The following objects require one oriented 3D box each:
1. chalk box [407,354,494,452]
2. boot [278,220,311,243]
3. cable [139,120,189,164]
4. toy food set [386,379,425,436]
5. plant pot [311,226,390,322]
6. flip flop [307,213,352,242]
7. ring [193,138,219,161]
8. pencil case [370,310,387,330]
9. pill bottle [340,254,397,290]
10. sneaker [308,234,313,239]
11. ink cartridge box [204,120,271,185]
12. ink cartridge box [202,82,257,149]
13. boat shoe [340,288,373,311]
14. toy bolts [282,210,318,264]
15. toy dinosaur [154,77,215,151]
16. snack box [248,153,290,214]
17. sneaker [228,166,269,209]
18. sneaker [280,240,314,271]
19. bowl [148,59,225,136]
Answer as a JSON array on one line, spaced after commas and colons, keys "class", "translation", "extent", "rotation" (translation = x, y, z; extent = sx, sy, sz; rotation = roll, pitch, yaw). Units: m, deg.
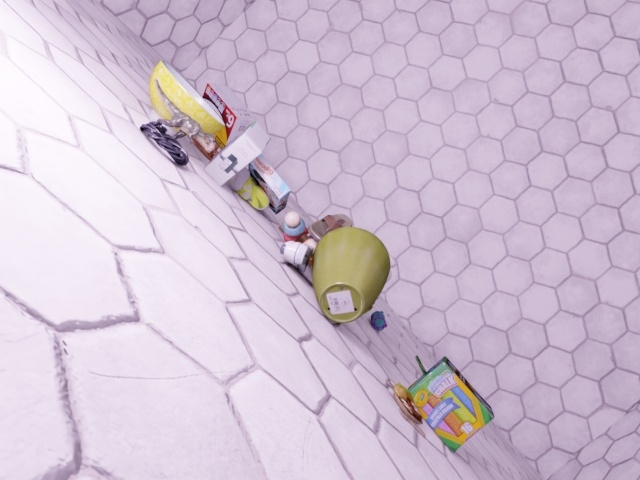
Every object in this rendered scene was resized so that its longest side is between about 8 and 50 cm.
[{"class": "chalk box", "translation": [0.398, 0.505, 1.681], "extent": [0.289, 0.179, 0.180], "rotation": [48, 6, 15]}, {"class": "boot", "translation": [-0.061, 0.023, 2.071], "extent": [0.269, 0.089, 0.236], "rotation": [48, -7, -1]}, {"class": "cable", "translation": [-0.438, -0.272, 1.444], "extent": [0.151, 0.047, 0.184], "rotation": [52, 2, -7]}, {"class": "toy food set", "translation": [0.261, 0.479, 1.499], "extent": [0.132, 0.038, 0.192], "rotation": [46, 5, -13]}, {"class": "plant pot", "translation": [0.084, 0.135, 1.645], "extent": [0.275, 0.274, 0.294], "rotation": [46, 22, -10]}, {"class": "flip flop", "translation": [0.047, -0.055, 1.883], "extent": [0.112, 0.080, 0.277], "rotation": [44, 34, 12]}, {"class": "ring", "translation": [-0.448, -0.372, 2.132], "extent": [0.337, 0.032, 0.336], "rotation": [48, 5, -6]}, {"class": "pencil case", "translation": [0.258, 0.354, 2.265], "extent": [0.070, 0.065, 0.151], "rotation": [23, 5, 4]}, {"class": "pill bottle", "translation": [0.202, 0.155, 2.190], "extent": [0.146, 0.264, 0.146], "rotation": [47, 5, -5]}, {"class": "sneaker", "translation": [0.000, 0.000, 2.313], "extent": [0.101, 0.153, 0.268], "rotation": [48, 5, 6]}, {"class": "ink cartridge box", "translation": [-0.286, -0.301, 1.767], "extent": [0.087, 0.208, 0.153], "rotation": [48, 26, -19]}, {"class": "ink cartridge box", "translation": [-0.490, -0.586, 2.574], "extent": [0.130, 0.272, 0.309], "rotation": [-7, 47, -45]}, {"class": "boat shoe", "translation": [0.152, 0.246, 2.009], "extent": [0.091, 0.109, 0.305], "rotation": [50, 12, 24]}, {"class": "toy bolts", "translation": [-0.034, -0.034, 1.933], "extent": [0.228, 0.218, 0.158], "rotation": [37, -18, 20]}, {"class": "toy dinosaur", "translation": [-0.440, -0.351, 1.558], "extent": [0.268, 0.118, 0.064], "rotation": [46, 5, -7]}, {"class": "snack box", "translation": [-0.204, -0.216, 1.997], "extent": [0.187, 0.060, 0.322], "rotation": [51, -11, 2]}, {"class": "sneaker", "translation": [-0.298, -0.215, 1.969], "extent": [0.240, 0.091, 0.126], "rotation": [53, -9, -23]}, {"class": "sneaker", "translation": [-0.081, 0.042, 1.722], "extent": [0.091, 0.094, 0.258], "rotation": [22, -10, 7]}, {"class": "bowl", "translation": [-0.476, -0.438, 1.707], "extent": [0.289, 0.156, 0.289], "rotation": [47, 5, -6]}]
